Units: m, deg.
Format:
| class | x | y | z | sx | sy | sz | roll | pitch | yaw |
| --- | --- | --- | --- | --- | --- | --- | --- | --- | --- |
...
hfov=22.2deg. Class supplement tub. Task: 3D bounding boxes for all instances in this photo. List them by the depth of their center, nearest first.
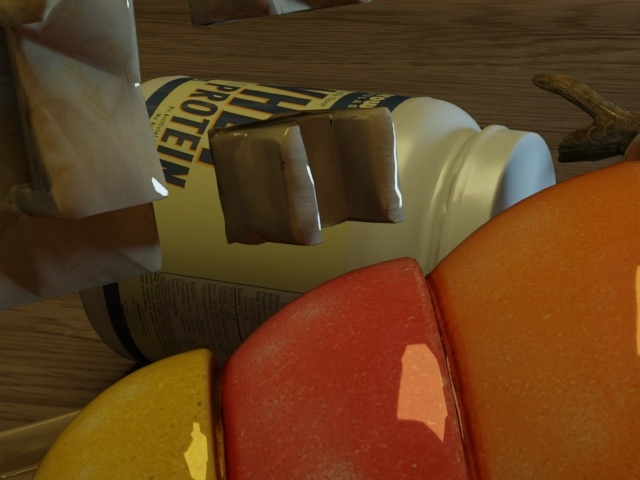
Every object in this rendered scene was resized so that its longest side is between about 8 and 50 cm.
| class | x | y | z | sx | sy | sz | roll | pitch | yaw |
| --- | --- | --- | --- | --- | --- | --- | --- | --- | --- |
| supplement tub | 0.000 | 0.000 | 1.261 | 0.325 | 0.235 | 0.235 | 7 | 21 | 23 |

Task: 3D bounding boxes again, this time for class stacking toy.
| class | x | y | z | sx | sy | sz | roll | pitch | yaw |
| --- | --- | --- | --- | --- | --- | --- | --- | --- | --- |
| stacking toy | -0.017 | 0.143 | 0.748 | 0.480 | 0.350 | 0.350 | -7 | 20 | 1 |

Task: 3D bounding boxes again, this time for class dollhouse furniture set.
| class | x | y | z | sx | sy | sz | roll | pitch | yaw |
| --- | --- | --- | --- | --- | --- | --- | --- | --- | --- |
| dollhouse furniture set | -0.168 | 0.007 | 0.955 | 0.362 | 0.394 | 0.256 | -14 | 10 | -31 |

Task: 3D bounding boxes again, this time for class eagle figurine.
| class | x | y | z | sx | sy | sz | roll | pitch | yaw |
| --- | --- | --- | --- | --- | --- | --- | --- | --- | --- |
| eagle figurine | 0.324 | -0.011 | 1.358 | 0.225 | 0.298 | 0.226 | -26 | 47 | 13 |
